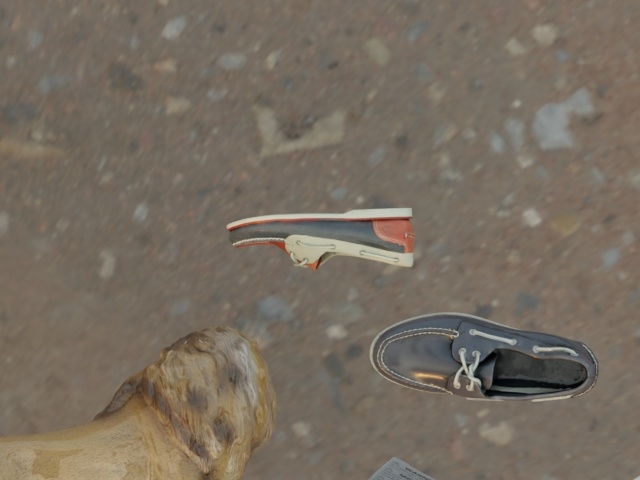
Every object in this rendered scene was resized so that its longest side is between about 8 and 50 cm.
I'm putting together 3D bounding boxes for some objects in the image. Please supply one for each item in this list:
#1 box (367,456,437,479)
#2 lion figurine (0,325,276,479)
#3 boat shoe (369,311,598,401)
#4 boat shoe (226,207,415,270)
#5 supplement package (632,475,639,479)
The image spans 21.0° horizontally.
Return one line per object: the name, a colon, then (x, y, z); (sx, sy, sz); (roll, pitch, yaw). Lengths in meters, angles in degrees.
box: (0.033, 0.235, 0.895); (0.114, 0.103, 0.203); (26, 106, 14)
lion figurine: (-0.217, 0.222, 1.604); (0.392, 0.142, 0.240); (-11, 71, -16)
boat shoe: (0.146, 0.107, 1.544); (0.206, 0.065, 0.075); (6, 93, 3)
boat shoe: (0.000, 0.000, 1.238); (0.137, 0.049, 0.043); (-2, 92, 8)
supplement package: (0.369, 0.243, 1.464); (0.134, 0.244, 0.139); (34, 28, -45)
